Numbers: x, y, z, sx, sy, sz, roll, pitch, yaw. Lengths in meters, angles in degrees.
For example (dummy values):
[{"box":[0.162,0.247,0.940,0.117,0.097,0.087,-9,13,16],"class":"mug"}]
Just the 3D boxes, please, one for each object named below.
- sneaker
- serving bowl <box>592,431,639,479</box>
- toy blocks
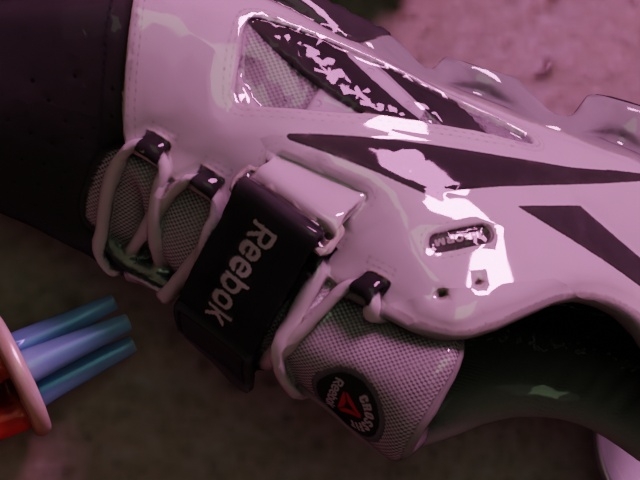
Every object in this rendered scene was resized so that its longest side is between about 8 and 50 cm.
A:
[{"box":[0.000,0.000,0.621,0.330,0.122,0.146,12,47,-6],"class":"sneaker"},{"box":[0.148,0.081,0.702,0.083,0.027,0.083,2,79,-9],"class":"serving bowl"},{"box":[-0.123,0.093,0.640,0.148,0.054,0.123,-26,84,-14],"class":"toy blocks"}]
